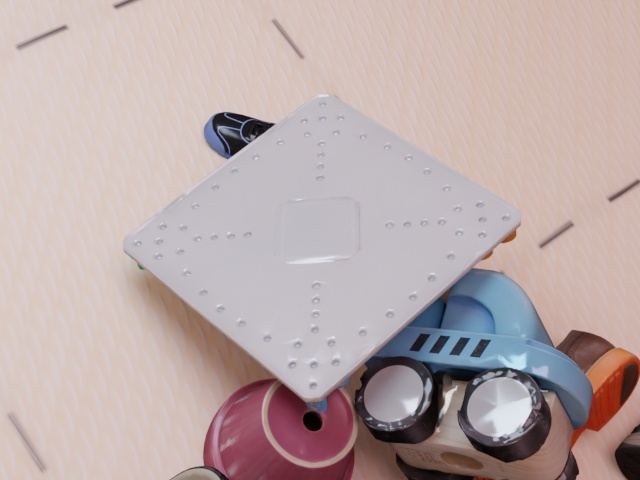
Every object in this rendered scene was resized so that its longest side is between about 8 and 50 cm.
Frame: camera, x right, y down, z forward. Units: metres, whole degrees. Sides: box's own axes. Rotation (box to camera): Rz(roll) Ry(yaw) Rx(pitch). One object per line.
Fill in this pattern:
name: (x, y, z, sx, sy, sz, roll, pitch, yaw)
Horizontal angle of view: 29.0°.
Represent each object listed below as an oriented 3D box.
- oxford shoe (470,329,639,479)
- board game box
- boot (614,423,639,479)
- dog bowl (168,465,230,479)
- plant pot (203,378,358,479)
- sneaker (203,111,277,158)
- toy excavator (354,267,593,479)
oxford shoe: (0.296, 0.264, 1.781, 0.363, 0.130, 0.132, -35, 46, -23)
board game box: (0.000, 0.000, 1.653, 0.390, 0.050, 0.390, -39, 54, -22)
boot: (0.646, 0.259, 1.777, 0.284, 0.377, 0.138, -48, 122, -37)
dog bowl: (-0.149, 0.465, 1.357, 0.150, 0.408, 0.408, 30, 57, -21)
plant pot: (-0.038, 0.259, 1.610, 0.201, 0.180, 0.201, 8, 61, -15)
sneaker: (-0.058, -0.148, 1.861, 0.232, 0.090, 0.081, 20, 60, -9)
toy excavator: (0.176, 0.105, 1.693, 0.432, 0.222, 0.445, 4, 59, 29)
